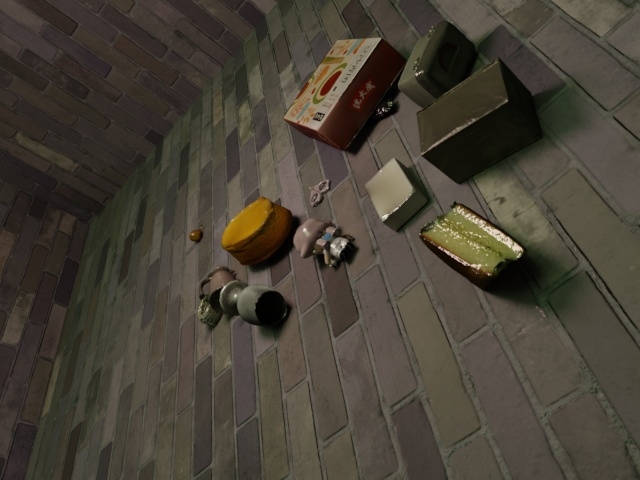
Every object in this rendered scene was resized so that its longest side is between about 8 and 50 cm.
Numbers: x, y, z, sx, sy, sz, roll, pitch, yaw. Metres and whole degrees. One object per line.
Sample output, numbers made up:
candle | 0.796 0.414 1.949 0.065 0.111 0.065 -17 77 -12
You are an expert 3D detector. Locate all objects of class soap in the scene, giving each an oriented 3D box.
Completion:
soap | 0.193 -0.124 1.521 0.121 0.064 0.183 -44 34 19

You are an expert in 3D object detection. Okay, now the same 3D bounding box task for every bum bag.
bum bag | 0.184 -0.400 1.804 0.125 0.034 0.057 -21 46 48

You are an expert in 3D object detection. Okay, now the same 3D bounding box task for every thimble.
thimble | -0.379 0.240 1.986 0.084 0.062 0.109 -32 39 40

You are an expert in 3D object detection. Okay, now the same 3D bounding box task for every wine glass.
wine glass | -0.204 0.186 1.735 0.241 0.126 0.126 3 65 58

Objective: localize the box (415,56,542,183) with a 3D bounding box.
box | 0.361 -0.268 1.336 0.231 0.155 0.148 -29 44 36

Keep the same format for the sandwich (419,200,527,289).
sandwich | 0.320 0.024 1.160 0.122 0.128 0.235 -50 33 6

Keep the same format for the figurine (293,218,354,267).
figurine | 0.000 0.000 1.642 0.229 0.112 0.137 22 76 48

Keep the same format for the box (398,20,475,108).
box | 0.317 -0.477 1.589 0.129 0.148 0.210 -6 55 61

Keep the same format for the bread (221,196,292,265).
bread | -0.204 -0.024 1.902 0.270 0.143 0.195 -27 40 37

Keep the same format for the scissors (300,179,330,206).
scissors | -0.028 -0.170 1.914 0.100 0.015 0.189 -56 29 -1

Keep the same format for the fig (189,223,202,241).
fig | -0.516 -0.032 2.432 0.050 0.050 0.083 -13 42 49

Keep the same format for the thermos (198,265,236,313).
thermos | -0.345 0.157 1.957 0.137 0.104 0.193 -18 30 -6

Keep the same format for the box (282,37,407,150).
box | 0.065 -0.497 1.933 0.344 0.122 0.385 -55 26 3
